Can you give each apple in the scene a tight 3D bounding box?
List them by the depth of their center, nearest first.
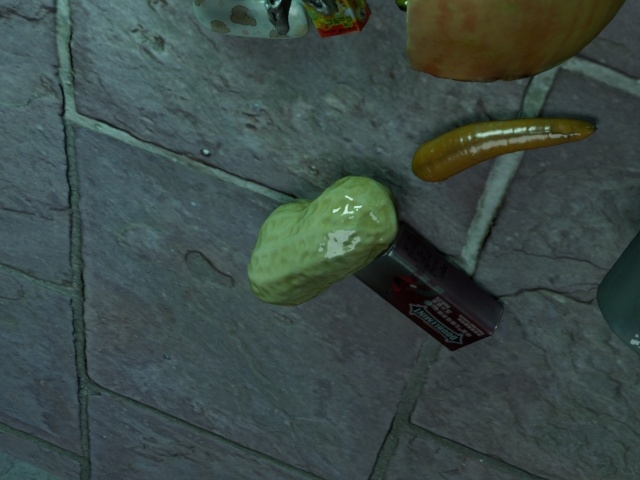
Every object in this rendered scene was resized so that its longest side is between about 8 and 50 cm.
[{"bbox_3d":[0.198,-0.341,1.157,0.252,0.314,0.309,57,158,32],"label":"apple"}]

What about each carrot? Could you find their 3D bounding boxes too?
[{"bbox_3d":[0.225,-0.129,1.514,0.271,0.062,0.066,-17,94,38],"label":"carrot"}]

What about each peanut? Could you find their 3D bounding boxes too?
[{"bbox_3d":[0.000,0.000,1.730,0.152,0.152,0.313,39,142,-17],"label":"peanut"}]

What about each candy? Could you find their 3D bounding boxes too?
[{"bbox_3d":[0.008,-0.311,1.429,0.062,0.038,0.122,-3,135,32],"label":"candy"}]

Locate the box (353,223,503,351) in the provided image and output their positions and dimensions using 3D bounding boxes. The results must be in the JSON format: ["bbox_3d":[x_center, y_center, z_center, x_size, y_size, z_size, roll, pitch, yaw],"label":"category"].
[{"bbox_3d":[0.164,0.076,1.787,0.224,0.069,0.120,38,141,-19],"label":"box"}]

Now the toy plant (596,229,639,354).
[{"bbox_3d":[0.511,-0.020,1.373,0.279,0.185,0.400,49,129,21],"label":"toy plant"}]

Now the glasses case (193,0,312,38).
[{"bbox_3d":[-0.089,-0.296,1.501,0.164,0.041,0.063,8,140,21],"label":"glasses case"}]

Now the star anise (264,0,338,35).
[{"bbox_3d":[-0.035,-0.355,1.343,0.172,0.063,0.208,-20,99,36],"label":"star anise"}]

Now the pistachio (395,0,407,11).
[{"bbox_3d":[0.115,-0.309,1.360,0.173,0.049,0.089,36,150,2],"label":"pistachio"}]
